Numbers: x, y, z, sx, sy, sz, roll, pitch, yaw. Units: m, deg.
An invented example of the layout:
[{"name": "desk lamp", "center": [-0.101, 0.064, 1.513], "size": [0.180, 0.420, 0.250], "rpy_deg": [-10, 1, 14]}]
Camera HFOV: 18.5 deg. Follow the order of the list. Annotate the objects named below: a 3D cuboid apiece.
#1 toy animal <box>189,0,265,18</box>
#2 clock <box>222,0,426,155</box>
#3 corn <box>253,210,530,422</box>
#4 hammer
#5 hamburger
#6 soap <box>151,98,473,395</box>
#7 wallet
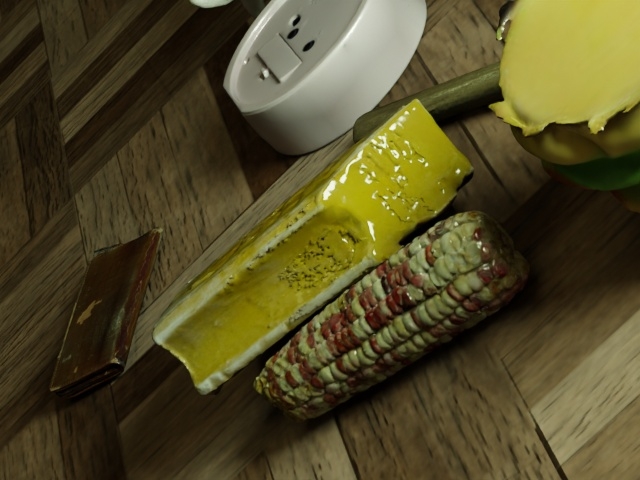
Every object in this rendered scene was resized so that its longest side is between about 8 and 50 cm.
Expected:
[{"name": "toy animal", "center": [-0.053, -0.289, 1.955], "size": [0.140, 0.138, 0.282], "rpy_deg": [-44, 31, 21]}, {"name": "clock", "center": [0.003, -0.174, 1.790], "size": [0.197, 0.068, 0.197], "rpy_deg": [-37, 29, 25]}, {"name": "corn", "center": [0.048, 0.061, 1.414], "size": [0.237, 0.079, 0.079], "rpy_deg": [-38, 29, 28]}, {"name": "hammer", "center": [0.149, -0.126, 1.544], "size": [0.365, 0.043, 0.111], "rpy_deg": [-17, 42, 50]}, {"name": "hamburger", "center": [0.237, -0.116, 1.264], "size": [0.237, 0.149, 0.237], "rpy_deg": [-35, 32, 27]}, {"name": "soap", "center": [0.000, 0.000, 1.509], "size": [0.257, 0.080, 0.160], "rpy_deg": [-39, 6, 21]}, {"name": "wallet", "center": [-0.197, 0.068, 1.830], "size": [0.095, 0.026, 0.176], "rpy_deg": [-25, 36, 30]}]
